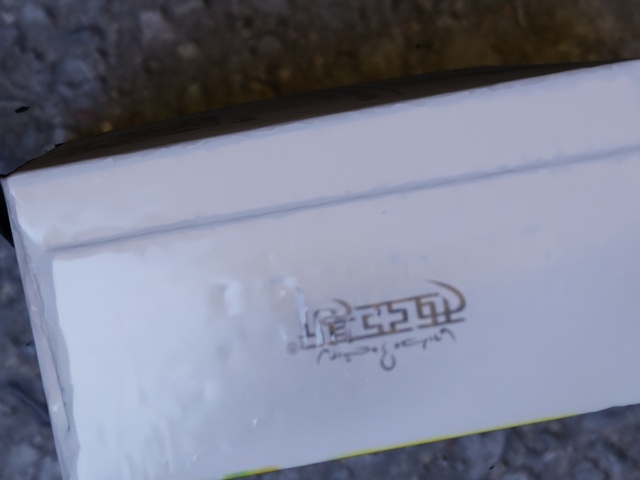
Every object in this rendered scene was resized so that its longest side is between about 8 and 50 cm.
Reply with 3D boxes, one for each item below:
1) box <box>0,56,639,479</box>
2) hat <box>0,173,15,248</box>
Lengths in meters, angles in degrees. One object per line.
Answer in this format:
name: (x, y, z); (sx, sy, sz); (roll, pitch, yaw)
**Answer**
box: (0.000, 0.000, 0.581); (0.194, 0.260, 0.111); (-10, 94, -3)
hat: (-0.248, -0.008, 0.629); (0.238, 0.209, 0.336); (33, 120, 23)
